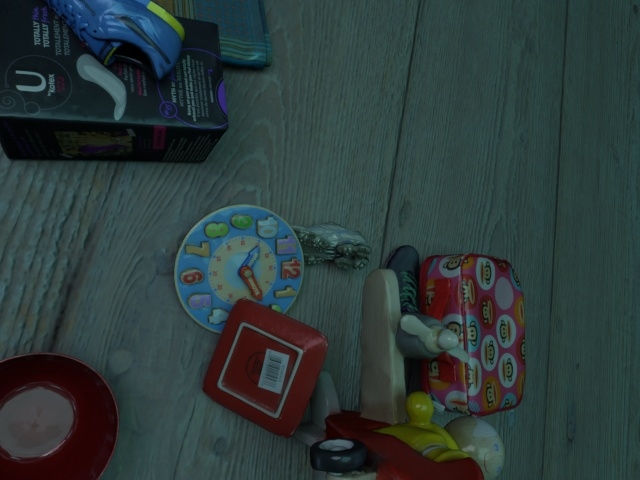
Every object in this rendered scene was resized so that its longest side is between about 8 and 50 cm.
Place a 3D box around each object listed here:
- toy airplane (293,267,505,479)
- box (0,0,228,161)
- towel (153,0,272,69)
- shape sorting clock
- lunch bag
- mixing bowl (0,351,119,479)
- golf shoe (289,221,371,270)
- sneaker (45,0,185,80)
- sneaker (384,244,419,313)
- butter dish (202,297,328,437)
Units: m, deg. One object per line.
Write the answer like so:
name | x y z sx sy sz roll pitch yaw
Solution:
toy airplane | 0.107 0.292 0.633 0.273 0.386 0.384 -2 37 -8
box | -0.280 -0.206 0.629 0.270 0.143 0.165 -3 81 -29
towel | -0.248 -0.421 0.713 0.370 0.040 0.271 -3 83 -38
shape sorting clock | -0.119 0.047 0.715 0.206 0.040 0.206 -5 100 -30
lunch bag | 0.275 0.170 0.856 0.258 0.120 0.293 10 77 -43
mixing bowl | -0.342 0.223 0.549 0.181 0.098 0.181 5 79 -29
golf shoe | 0.000 0.000 0.809 0.176 0.069 0.086 14 34 -14
sneaker | -0.263 -0.261 0.528 0.209 0.069 0.082 27 71 -20
sneaker | 0.157 0.109 0.845 0.083 0.098 0.223 28 70 -22
butter dish | -0.069 0.183 0.699 0.160 0.118 0.160 21 91 18
